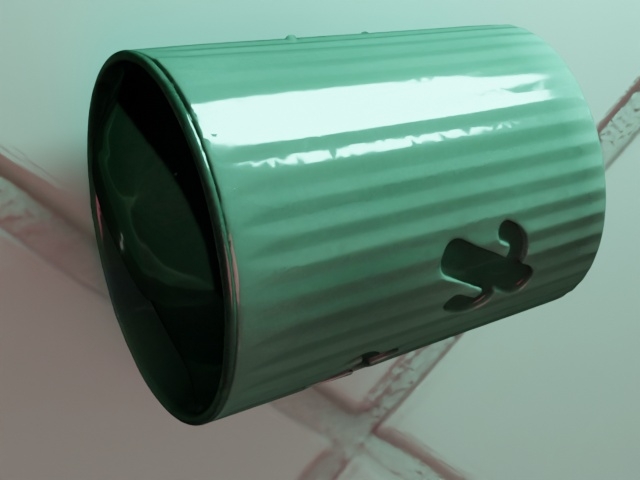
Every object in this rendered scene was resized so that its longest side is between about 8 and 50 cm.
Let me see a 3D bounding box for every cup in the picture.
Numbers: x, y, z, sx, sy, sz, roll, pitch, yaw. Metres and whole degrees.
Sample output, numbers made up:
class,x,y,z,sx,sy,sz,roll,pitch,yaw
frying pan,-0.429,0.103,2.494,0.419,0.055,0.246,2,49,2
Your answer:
class,x,y,z,sx,sy,sz,roll,pitch,yaw
cup,-0.005,-0.025,1.297,0.392,0.401,0.310,-12,86,-25
